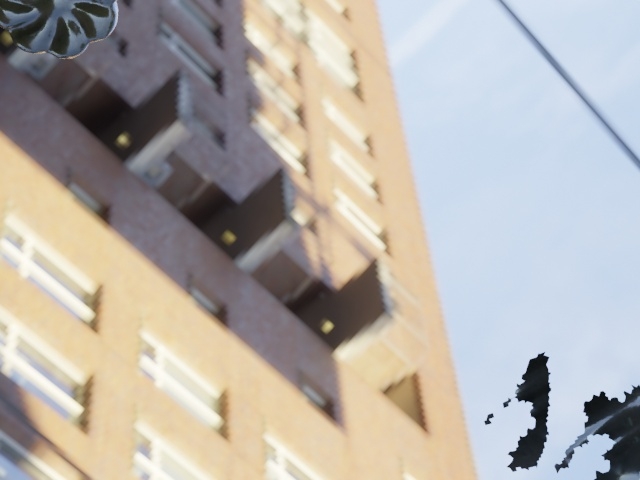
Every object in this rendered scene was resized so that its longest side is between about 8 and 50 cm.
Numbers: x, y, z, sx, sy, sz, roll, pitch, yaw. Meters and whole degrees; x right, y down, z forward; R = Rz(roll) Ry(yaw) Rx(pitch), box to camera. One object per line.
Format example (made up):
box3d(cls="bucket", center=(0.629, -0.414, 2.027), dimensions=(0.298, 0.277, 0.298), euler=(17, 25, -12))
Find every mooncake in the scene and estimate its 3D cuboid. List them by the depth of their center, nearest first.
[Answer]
box3d(cls="mooncake", center=(0.002, -0.006, 0.702), dimensions=(0.057, 0.347, 0.150), euler=(-75, -168, -61))
